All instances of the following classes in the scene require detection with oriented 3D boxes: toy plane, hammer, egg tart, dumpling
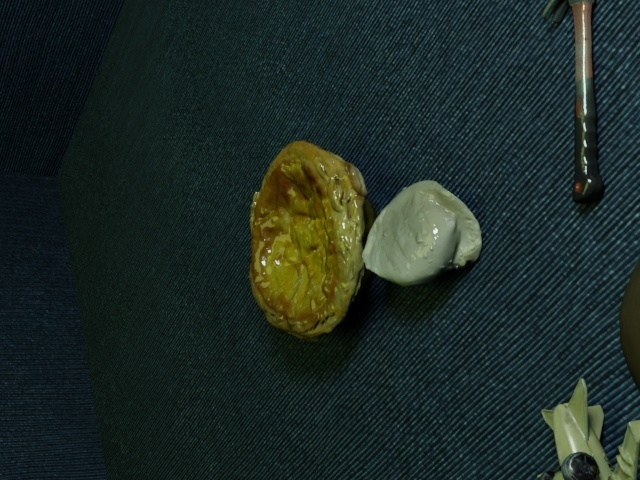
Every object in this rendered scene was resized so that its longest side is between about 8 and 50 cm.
[{"bbox_3d":[0.311,0.295,1.130,0.242,0.104,0.256,117,152,-58],"label":"toy plane"},{"bbox_3d":[0.322,-0.189,1.223,0.111,0.033,0.287,-11,77,58],"label":"hammer"},{"bbox_3d":[-0.001,0.004,1.656,0.341,0.129,0.341,-11,77,57],"label":"egg tart"},{"bbox_3d":[0.144,-0.009,1.441,0.176,0.093,0.150,-9,82,58],"label":"dumpling"}]

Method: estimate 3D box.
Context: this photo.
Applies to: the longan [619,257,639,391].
[{"bbox_3d":[0.393,0.082,0.875,0.258,0.258,0.257,-11,77,59],"label":"longan"}]
